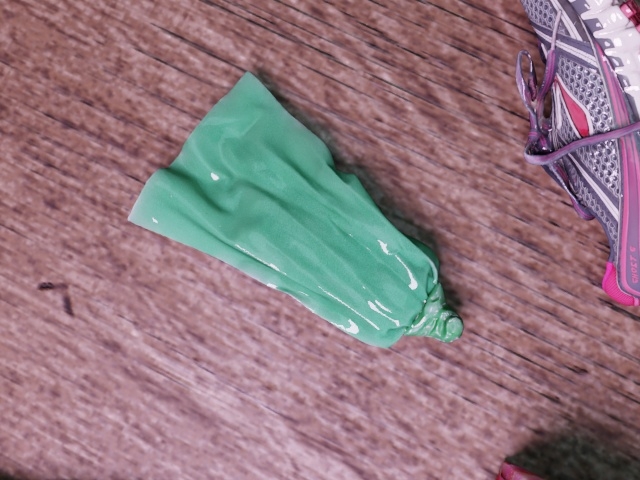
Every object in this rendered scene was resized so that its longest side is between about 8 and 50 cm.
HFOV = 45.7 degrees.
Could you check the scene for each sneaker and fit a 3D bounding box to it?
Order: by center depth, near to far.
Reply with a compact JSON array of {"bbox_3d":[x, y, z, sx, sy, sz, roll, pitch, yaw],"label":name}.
[{"bbox_3d":[0.180,-0.098,0.512,0.112,0.121,0.299,-33,73,29],"label":"sneaker"}]

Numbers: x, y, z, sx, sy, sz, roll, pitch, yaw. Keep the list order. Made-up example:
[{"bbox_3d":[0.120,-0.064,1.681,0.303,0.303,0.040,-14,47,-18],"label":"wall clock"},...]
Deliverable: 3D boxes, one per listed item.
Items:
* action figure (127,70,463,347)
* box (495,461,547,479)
[{"bbox_3d":[0.000,0.000,0.530,0.232,0.063,0.137,36,84,10],"label":"action figure"},{"bbox_3d":[0.228,0.270,0.448,0.300,0.142,0.154,24,85,5],"label":"box"}]
